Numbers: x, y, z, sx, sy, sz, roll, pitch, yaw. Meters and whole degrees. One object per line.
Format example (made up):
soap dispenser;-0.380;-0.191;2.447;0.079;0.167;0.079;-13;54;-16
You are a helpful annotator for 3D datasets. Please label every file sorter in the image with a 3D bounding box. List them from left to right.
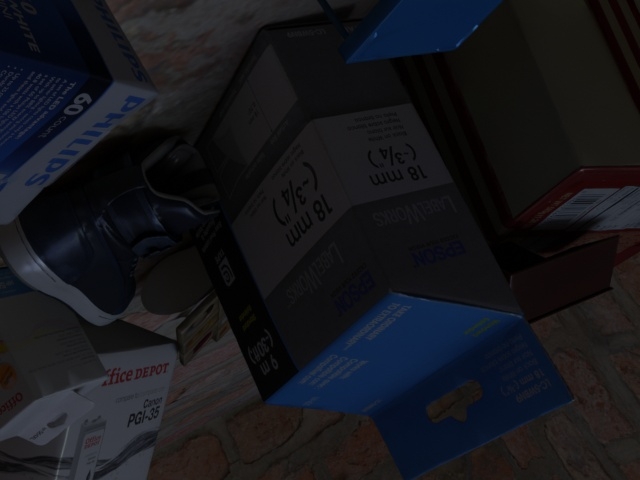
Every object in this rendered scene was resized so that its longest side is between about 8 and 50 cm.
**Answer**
file sorter;0.073;-0.200;0.497;0.118;0.104;0.170;-20;163;-47

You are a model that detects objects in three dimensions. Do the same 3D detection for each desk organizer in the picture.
desk organizer;0.175;0.025;0.680;0.130;0.047;0.050;-16;120;-33

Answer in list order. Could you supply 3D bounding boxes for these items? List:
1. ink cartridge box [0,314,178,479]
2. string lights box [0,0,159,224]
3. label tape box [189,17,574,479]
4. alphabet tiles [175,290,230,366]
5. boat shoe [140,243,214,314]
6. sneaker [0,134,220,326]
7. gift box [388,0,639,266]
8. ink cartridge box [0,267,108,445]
ink cartridge box;-0.275;0.231;0.924;0.207;0.117;0.283;8;97;-72
string lights box;-0.203;-0.072;0.378;0.133;0.077;0.259;-36;167;19
label tape box;0.016;0.029;0.699;0.105;0.334;0.240;-14;160;-34
alphabet tiles;-0.043;0.004;1.003;0.342;0.011;0.285;-46;173;-20
boat shoe;-0.125;0.022;1.002;0.184;0.066;0.063;-43;166;4
sneaker;-0.155;-0.005;0.741;0.163;0.086;0.226;-29;167;-2
gift box;0.181;-0.122;0.751;0.276;0.258;0.255;1;152;-33
ink cartridge box;-0.267;0.107;0.764;0.092;0.143;0.090;-39;166;27
